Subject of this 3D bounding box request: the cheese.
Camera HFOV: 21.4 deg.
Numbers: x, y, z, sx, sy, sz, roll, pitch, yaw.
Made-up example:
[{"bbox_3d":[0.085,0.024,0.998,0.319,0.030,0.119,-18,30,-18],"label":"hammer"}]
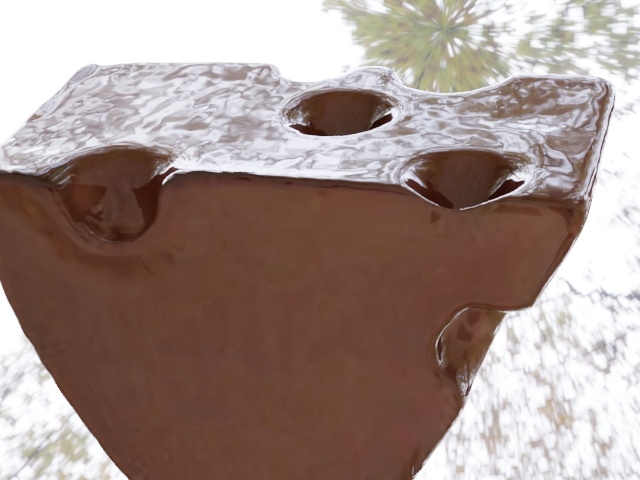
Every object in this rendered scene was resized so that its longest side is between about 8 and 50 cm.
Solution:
[{"bbox_3d":[-0.026,0.002,0.589,0.177,0.128,0.203,29,-58,0],"label":"cheese"}]
